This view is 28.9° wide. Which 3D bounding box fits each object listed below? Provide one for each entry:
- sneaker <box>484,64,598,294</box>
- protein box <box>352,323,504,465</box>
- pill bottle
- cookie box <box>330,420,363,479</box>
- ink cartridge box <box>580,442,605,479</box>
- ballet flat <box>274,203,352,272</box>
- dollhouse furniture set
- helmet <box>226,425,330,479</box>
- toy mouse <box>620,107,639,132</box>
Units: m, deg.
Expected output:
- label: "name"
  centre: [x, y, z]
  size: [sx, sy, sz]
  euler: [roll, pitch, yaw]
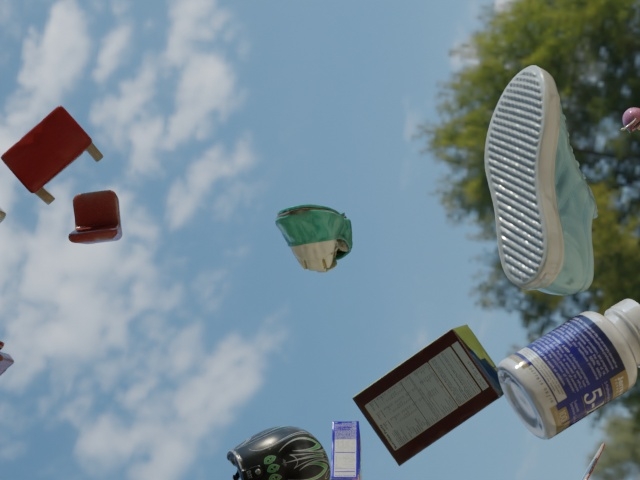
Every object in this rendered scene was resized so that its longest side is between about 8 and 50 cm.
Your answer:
- label: "sneaker"
  centre: [0.346, -0.083, 1.884]
  size: [0.150, 0.135, 0.366]
  euler: [18, -115, -35]
- label: "protein box"
  centre: [0.189, 0.253, 2.063]
  size: [0.201, 0.136, 0.200]
  euler: [-36, -9, 10]
- label: "pill bottle"
  centre: [0.322, 0.152, 1.523]
  size: [0.186, 0.112, 0.112]
  euler: [-30, -42, -10]
- label: "cookie box"
  centre: [0.037, 0.318, 1.707]
  size: [0.107, 0.040, 0.092]
  euler: [-87, -7, -51]
- label: "ink cartridge box"
  centre: [0.297, 0.396, 1.548]
  size: [0.261, 0.066, 0.296]
  euler: [-57, -15, 9]
- label: "ballet flat"
  centre: [0.000, 0.000, 1.685]
  size: [0.247, 0.083, 0.087]
  euler: [7, -105, -78]
- label: "dollhouse furniture set"
  centre: [-0.399, 0.023, 1.518]
  size: [0.374, 0.201, 0.152]
  euler: [-42, -6, -3]
- label: "helmet"
  centre: [-0.062, 0.388, 2.075]
  size: [0.161, 0.169, 0.169]
  euler: [-13, -59, -16]
- label: "toy mouse"
  centre: [0.518, -0.212, 1.955]
  size: [0.161, 0.031, 0.143]
  euler: [-37, -10, -13]
